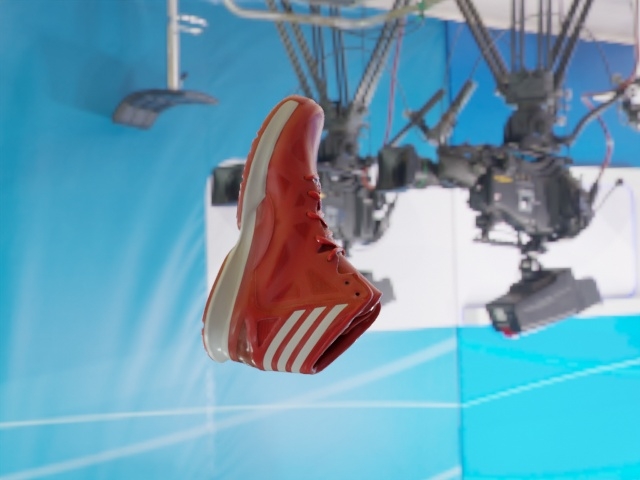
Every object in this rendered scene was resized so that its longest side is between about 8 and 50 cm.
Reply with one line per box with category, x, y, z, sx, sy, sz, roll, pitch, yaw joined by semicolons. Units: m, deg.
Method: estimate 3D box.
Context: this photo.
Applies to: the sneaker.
sneaker;0.000;0.000;0.729;0.128;0.221;0.087;12;172;18
